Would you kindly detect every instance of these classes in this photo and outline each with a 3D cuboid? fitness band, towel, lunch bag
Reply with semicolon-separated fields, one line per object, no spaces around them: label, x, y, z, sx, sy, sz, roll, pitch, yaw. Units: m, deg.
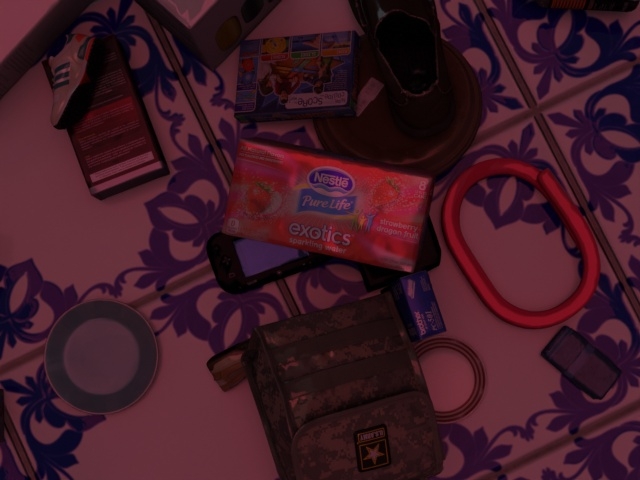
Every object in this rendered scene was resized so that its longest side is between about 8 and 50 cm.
fitness band;0.321;0.002;1.935;0.209;0.054;0.290;-32;83;1
towel;0.418;0.196;1.920;0.119;0.029;0.067;40;87;6
lunch bag;0.036;0.251;1.790;0.235;0.169;0.287;-13;67;-19

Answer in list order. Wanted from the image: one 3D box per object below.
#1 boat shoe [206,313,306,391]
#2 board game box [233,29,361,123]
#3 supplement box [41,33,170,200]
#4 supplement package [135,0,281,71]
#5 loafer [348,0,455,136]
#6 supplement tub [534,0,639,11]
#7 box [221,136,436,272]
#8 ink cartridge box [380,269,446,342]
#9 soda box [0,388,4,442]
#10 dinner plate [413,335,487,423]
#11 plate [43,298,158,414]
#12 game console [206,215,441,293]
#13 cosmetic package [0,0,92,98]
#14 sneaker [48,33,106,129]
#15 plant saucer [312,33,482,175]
boat shoe;-0.085;0.184;1.929;0.190;0.068;0.072;-26;96;9
board game box;-0.038;-0.263;1.940;0.201;0.035;0.136;-1;75;20
supplement box;-0.350;-0.201;1.966;0.130;0.073;0.239;-21;85;0
supplement package;-0.188;-0.429;1.887;0.198;0.262;0.199;43;87;6
loafer;0.132;-0.348;1.889;0.134;0.130;0.365;-19;73;-1
supplement tub;0.419;-0.431;1.938;0.191;0.117;0.116;4;84;2
box;0.017;-0.059;1.841;0.300;0.142;0.154;13;97;6
ink cartridge box;0.140;0.107;1.848;0.046;0.207;0.097;-17;84;-8
soda box;-0.647;0.287;1.924;0.263;0.083;0.092;-3;84;1
dinner plate;0.196;0.223;1.929;0.141;0.017;0.141;0;86;2
plate;-0.355;0.189;1.952;0.188;0.024;0.188;0;84;3
game console;0.000;0.000;1.948;0.361;0.044;0.213;-19;83;1
cosmetic package;-0.515;-0.395;1.947;0.197;0.155;0.365;41;88;-1
sneaker;-0.404;-0.256;1.917;0.075;0.057;0.161;20;86;21
plant saucer;0.123;-0.224;1.943;0.278;0.041;0.277;-1;74;5
